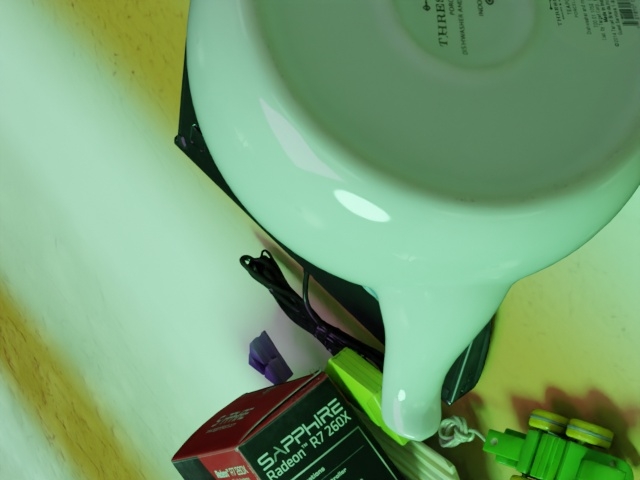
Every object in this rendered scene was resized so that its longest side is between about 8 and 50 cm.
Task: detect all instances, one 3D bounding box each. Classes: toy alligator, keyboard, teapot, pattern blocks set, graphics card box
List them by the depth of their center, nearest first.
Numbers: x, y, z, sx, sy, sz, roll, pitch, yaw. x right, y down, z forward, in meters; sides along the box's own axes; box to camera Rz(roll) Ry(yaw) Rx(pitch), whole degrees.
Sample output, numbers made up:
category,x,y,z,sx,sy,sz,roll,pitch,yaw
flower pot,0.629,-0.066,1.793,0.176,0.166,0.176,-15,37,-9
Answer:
category,x,y,z,sx,sy,sz,roll,pitch,yaw
teapot,0.042,-0.081,0.752,0.252,0.256,0.187,39,156,2
toy alligator,0.147,0.142,0.962,0.051,0.056,0.190,24,172,-27
keyboard,0.000,0.000,1.073,0.317,0.033,0.201,44,144,27
pattern blocks set,0.057,0.183,1.105,0.325,0.026,0.285,40,156,33
graphics card box,0.047,0.277,1.110,0.371,0.094,0.233,53,160,-3

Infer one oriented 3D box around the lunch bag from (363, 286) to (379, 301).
category,x,y,z,sx,sy,sz,roll,pitch,yaw
lunch bag,0.041,-0.035,0.916,0.129,0.096,0.151,47,137,22
